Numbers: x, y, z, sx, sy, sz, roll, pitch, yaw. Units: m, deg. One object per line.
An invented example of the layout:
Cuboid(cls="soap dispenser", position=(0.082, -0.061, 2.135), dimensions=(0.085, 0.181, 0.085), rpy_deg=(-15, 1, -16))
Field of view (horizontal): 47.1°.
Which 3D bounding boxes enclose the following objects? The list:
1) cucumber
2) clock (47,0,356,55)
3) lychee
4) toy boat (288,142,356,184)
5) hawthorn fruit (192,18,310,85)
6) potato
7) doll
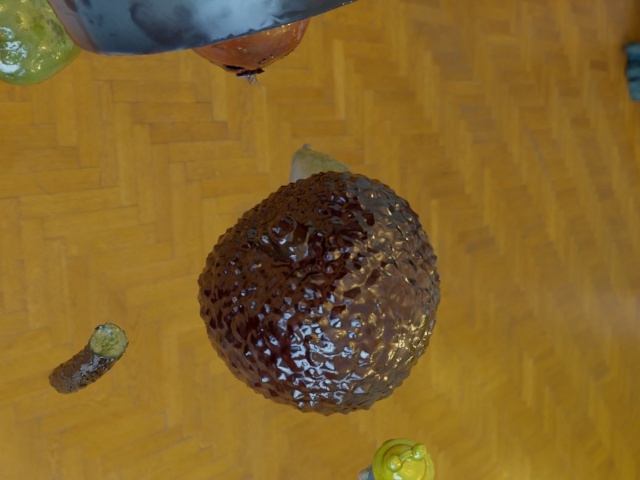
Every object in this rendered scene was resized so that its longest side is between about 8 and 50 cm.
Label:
Cuboid(cls="cucumber", position=(-0.477, 0.256, 1.480), dimensions=(0.072, 0.303, 0.081), rpy_deg=(-8, 68, -43))
Cuboid(cls="clock", position=(-0.034, -0.219, 0.497), dimensions=(0.325, 0.325, 0.067), rpy_deg=(-44, 130, -36))
Cuboid(cls="lychee", position=(0.005, 0.058, 0.771), dimensions=(0.260, 0.261, 0.260), rpy_deg=(-9, 102, -48))
Cuboid(cls="toy boat", position=(0.007, 0.032, 1.101), dimensions=(0.111, 0.276, 0.293), rpy_deg=(-1, 114, -49))
Cuboid(cls="hawthorn fruit", position=(-0.131, -0.395, 1.232), dimensions=(0.276, 0.276, 0.307), rpy_deg=(-44, 138, -35))
Cuboid(cls="potato", position=(-0.594, -0.449, 1.528), dimensions=(0.304, 0.216, 0.216), rpy_deg=(-53, 132, -47))
Cuboid(cls="doll", position=(0.116, 0.372, 1.138), dimensions=(0.241, 0.135, 0.098), rpy_deg=(100, -2, -55))
